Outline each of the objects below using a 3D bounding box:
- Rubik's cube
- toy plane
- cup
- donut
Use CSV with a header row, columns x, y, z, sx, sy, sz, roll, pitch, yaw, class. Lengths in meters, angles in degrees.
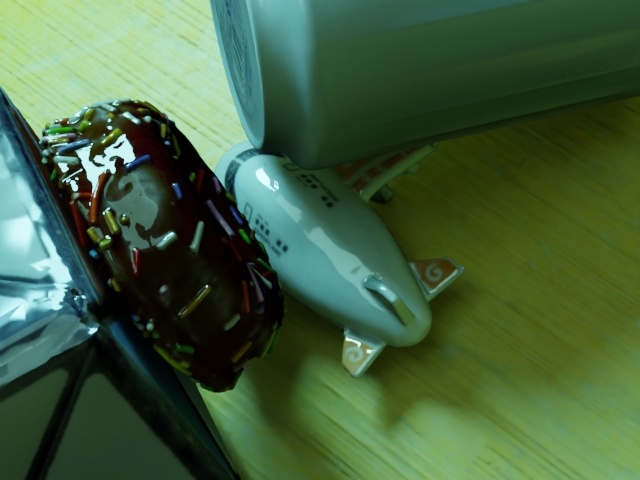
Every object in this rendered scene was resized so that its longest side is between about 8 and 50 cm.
x,y,z,sx,sy,sz,roll,pitch,yaw,class
-0.275,0.112,1.329,0.310,0.305,0.307,-32,48,-1,Rubik's cube
0.000,0.000,1.425,0.244,0.117,0.245,-8,65,17,toy plane
0.080,-0.208,1.399,0.326,0.237,0.323,-13,20,-9,cup
-0.107,-0.005,1.298,0.089,0.235,0.235,-33,59,6,donut
